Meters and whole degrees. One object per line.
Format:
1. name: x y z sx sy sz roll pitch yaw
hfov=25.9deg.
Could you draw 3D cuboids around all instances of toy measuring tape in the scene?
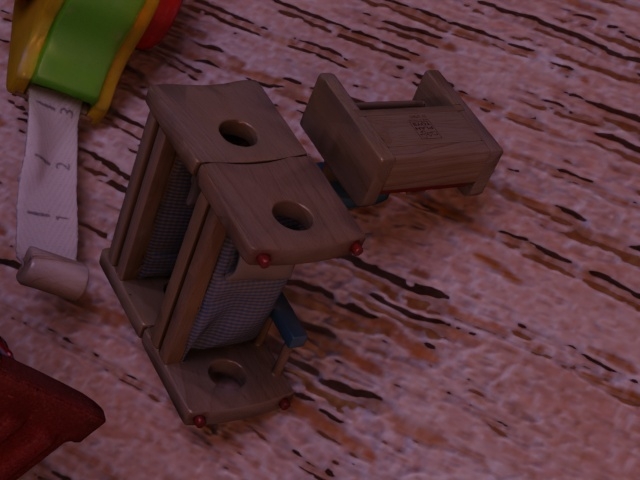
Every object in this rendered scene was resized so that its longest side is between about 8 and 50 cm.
1. toy measuring tape: -0.139 -0.123 0.843 0.121 0.121 0.330 -9 51 4

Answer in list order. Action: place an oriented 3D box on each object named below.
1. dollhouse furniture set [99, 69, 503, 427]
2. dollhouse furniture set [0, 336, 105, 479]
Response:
1. dollhouse furniture set: 0.000 0.000 0.754 0.184 0.129 0.129 -7 47 -32
2. dollhouse furniture set: -0.310 0.088 0.591 0.374 0.152 0.201 -36 55 5
